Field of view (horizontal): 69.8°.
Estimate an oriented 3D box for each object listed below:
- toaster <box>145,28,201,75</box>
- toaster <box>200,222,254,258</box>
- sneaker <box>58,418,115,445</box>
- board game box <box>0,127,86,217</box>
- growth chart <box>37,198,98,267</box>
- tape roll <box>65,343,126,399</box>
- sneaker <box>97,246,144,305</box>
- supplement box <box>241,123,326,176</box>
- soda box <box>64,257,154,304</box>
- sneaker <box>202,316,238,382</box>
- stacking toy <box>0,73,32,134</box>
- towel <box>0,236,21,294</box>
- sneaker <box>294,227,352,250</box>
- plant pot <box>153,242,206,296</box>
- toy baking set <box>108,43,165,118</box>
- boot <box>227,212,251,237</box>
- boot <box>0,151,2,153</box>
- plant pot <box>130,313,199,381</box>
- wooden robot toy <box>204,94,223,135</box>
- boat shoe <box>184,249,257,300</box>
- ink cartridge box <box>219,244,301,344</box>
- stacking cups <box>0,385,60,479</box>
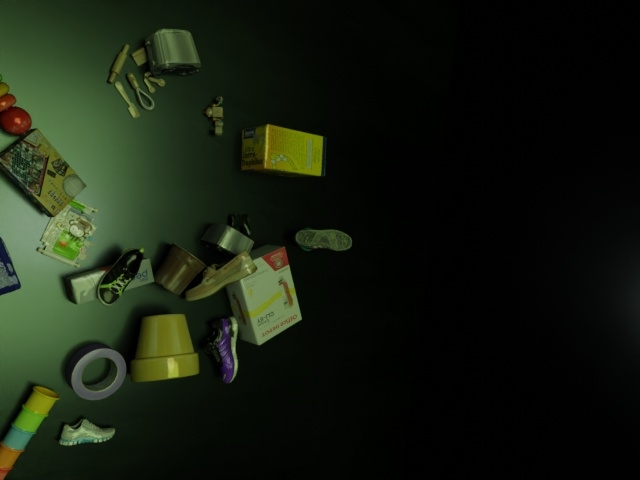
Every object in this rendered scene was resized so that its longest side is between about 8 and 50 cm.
[{"bbox_3d":[-0.569,-0.731,1.789,0.227,0.129,0.146,-24,105,-46],"label":"toaster"},{"bbox_3d":[-0.399,0.011,1.976,0.168,0.186,0.110,35,75,-38],"label":"toaster"},{"bbox_3d":[-0.852,0.698,1.691,0.191,0.071,0.083,12,80,-43],"label":"sneaker"},{"bbox_3d":[-0.912,-0.219,1.506,0.165,0.042,0.243,-63,142,-36],"label":"board game box"},{"bbox_3d":[-0.887,-0.033,1.629,0.172,0.021,0.237,24,78,-43],"label":"growth chart"},{"bbox_3d":[-0.825,0.482,1.689,0.189,0.080,0.189,-4,96,-42],"label":"tape roll"},{"bbox_3d":[-0.707,0.121,1.630,0.084,0.097,0.234,38,66,-36],"label":"sneaker"},{"bbox_3d":[-0.168,-0.407,2.147,0.356,0.194,0.195,1,93,-42],"label":"supplement box"},{"bbox_3d":[-0.776,0.143,1.698,0.286,0.091,0.098,-17,105,-41],"label":"soda box"},{"bbox_3d":[-0.452,0.488,2.032,0.146,0.102,0.293,1,88,-39],"label":"sneaker"},{"bbox_3d":[-1.022,-0.472,1.399,0.141,0.141,0.330,-47,127,-30],"label":"stacking toy"},{"bbox_3d":[-1.120,0.096,1.394,0.308,0.076,0.227,-23,102,-39],"label":"towel"},{"bbox_3d":[0.000,0.000,2.346,0.295,0.178,0.124,7,89,-14],"label":"sneaker"},{"bbox_3d":[-0.575,0.124,1.847,0.167,0.167,0.165,43,73,-36],"label":"plant pot"},{"bbox_3d":[-0.699,-0.609,1.747,0.197,0.030,0.256,34,71,-39],"label":"toy baking set"},{"bbox_3d":[-0.368,-0.067,2.092,0.099,0.045,0.121,-6,90,-45],"label":"boot"},{"bbox_3d":[-1.091,-0.328,1.371,0.263,0.091,0.229,-13,98,-45],"label":"boot"},{"bbox_3d":[-0.607,0.413,1.791,0.254,0.254,0.239,6,74,-43],"label":"plant pot"},{"bbox_3d":[-0.458,-0.539,1.971,0.079,0.076,0.173,0,94,-8],"label":"wooden robot toy"},{"bbox_3d":[-0.429,0.147,1.914,0.110,0.341,0.121,63,10,-6],"label":"boat shoe"},{"bbox_3d":[-0.269,0.245,2.130,0.279,0.160,0.384,-25,110,-39],"label":"ink cartridge box"},{"bbox_3d":[-1.011,0.653,1.537,0.096,0.096,0.316,39,73,-38],"label":"stacking cups"}]
